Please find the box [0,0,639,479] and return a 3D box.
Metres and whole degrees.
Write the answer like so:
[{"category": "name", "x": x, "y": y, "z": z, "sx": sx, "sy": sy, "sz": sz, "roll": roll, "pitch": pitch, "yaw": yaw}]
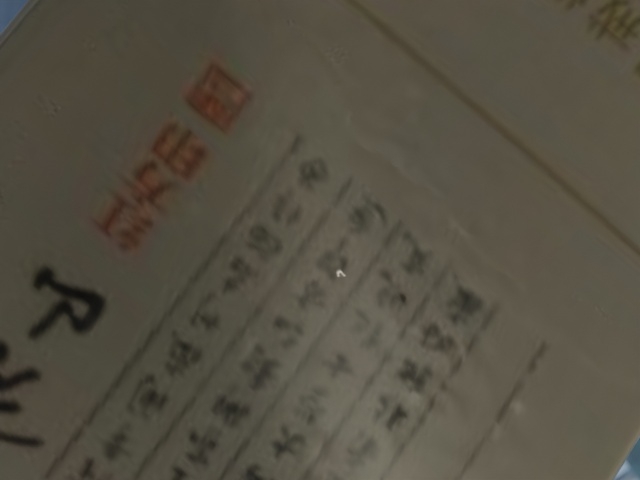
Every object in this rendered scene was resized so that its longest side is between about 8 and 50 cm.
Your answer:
[{"category": "box", "x": 0.000, "y": 0.001, "z": 0.537, "sx": 0.365, "sy": 0.205, "sz": 0.051, "roll": -54, "pitch": -168, "yaw": -22}]
